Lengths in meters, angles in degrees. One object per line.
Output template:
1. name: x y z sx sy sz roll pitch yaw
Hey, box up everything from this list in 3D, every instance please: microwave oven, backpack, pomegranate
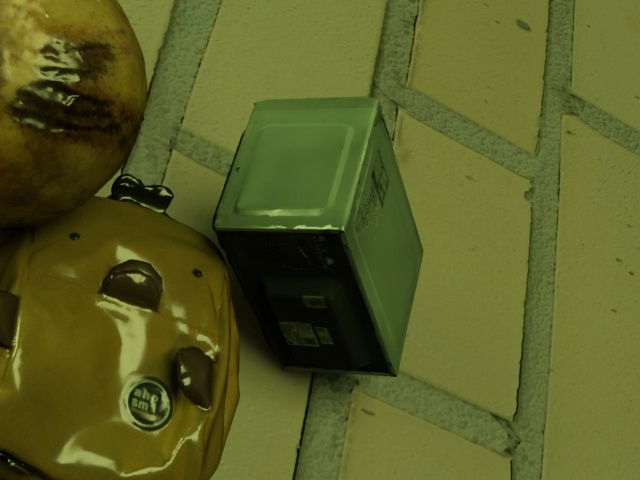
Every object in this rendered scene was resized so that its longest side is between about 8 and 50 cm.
1. microwave oven: 0.000 0.000 1.453 0.295 0.181 0.237 69 30 -48
2. backpack: -0.243 0.111 1.291 0.353 0.201 0.378 19 53 -26
3. pomegranate: -0.339 -0.158 1.210 0.322 0.322 0.322 17 56 -26
